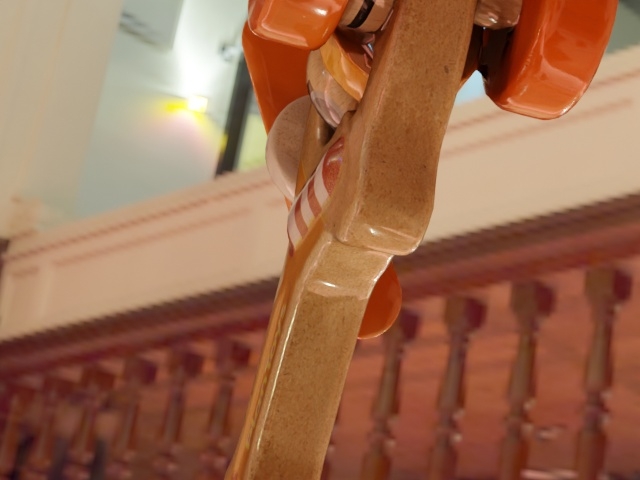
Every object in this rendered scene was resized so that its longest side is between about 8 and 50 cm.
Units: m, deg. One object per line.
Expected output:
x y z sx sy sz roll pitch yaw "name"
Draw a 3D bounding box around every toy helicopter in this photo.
0.000 0.000 0.771 0.140 0.355 0.235 15 -178 -13 "toy helicopter"
